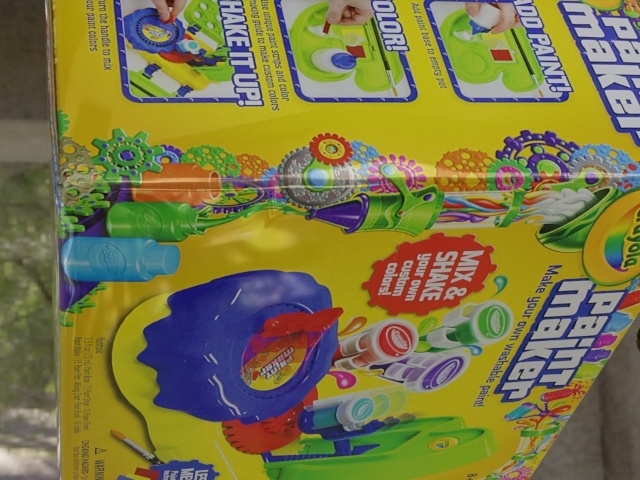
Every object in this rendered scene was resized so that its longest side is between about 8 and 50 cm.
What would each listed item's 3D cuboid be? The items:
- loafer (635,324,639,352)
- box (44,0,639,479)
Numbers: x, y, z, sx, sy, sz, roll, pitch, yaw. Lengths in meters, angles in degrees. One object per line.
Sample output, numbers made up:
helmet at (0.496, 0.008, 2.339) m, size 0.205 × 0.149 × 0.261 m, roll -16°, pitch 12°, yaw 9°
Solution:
loafer at (0.303, 0.058, 0.911) m, size 0.148 × 0.050 × 0.056 m, roll 95°, pitch 151°, yaw -50°
box at (0.000, 0.000, 0.581) m, size 0.290 × 0.279 × 0.177 m, roll 104°, pitch 159°, yaw -49°
